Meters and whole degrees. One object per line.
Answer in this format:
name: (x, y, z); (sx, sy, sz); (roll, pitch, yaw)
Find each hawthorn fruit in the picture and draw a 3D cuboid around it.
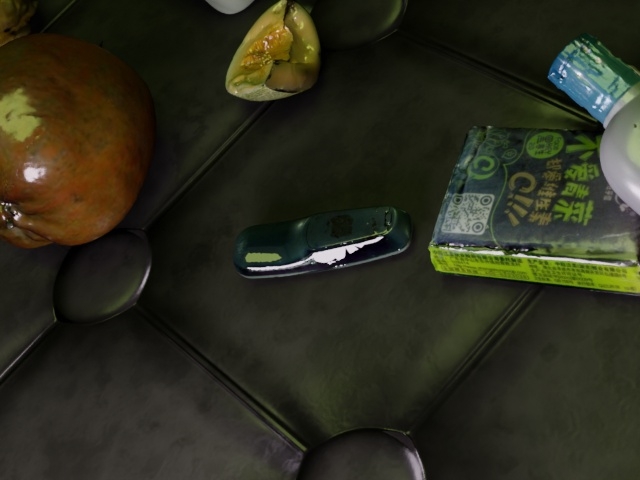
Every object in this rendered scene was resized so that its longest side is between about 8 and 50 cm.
hawthorn fruit: (-0.337, -0.144, 1.485); (0.267, 0.268, 0.301); (10, 58, 32)

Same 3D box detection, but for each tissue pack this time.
tissue pack: (0.248, -0.037, 1.220); (0.235, 0.073, 0.173); (5, 59, 29)

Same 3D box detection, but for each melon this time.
melon: (-0.062, -0.235, 1.531); (0.128, 0.079, 0.160); (-18, 49, 38)

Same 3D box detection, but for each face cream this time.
face cream: (0.362, -0.076, 1.110); (0.163, 0.080, 0.336); (-38, 69, -19)

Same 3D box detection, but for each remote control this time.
remote control: (0.000, 0.000, 1.339); (0.221, 0.042, 0.072); (-9, 51, 21)

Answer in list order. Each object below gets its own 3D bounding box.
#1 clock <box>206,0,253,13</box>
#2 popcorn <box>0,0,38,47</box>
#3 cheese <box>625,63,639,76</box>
clock: (-0.166, -0.505, 1.732); (0.324, 0.108, 0.265); (34, 88, 38)
popcorn: (-0.583, -0.365, 1.820); (0.250, 0.190, 0.250); (-8, 65, 17)
cheese: (0.379, -0.130, 1.210); (0.171, 0.092, 0.048); (40, 106, 40)
